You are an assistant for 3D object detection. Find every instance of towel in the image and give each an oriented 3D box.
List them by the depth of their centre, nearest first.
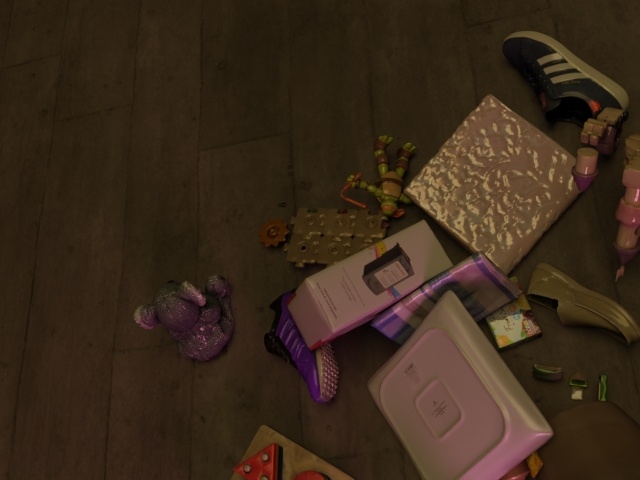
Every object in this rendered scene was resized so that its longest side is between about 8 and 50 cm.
[{"bbox_3d":[0.272,0.143,1.569,0.285,0.209,0.034,-35,47,16],"label":"towel"},{"bbox_3d":[0.409,-0.129,1.718,0.317,0.053,0.332,41,83,12],"label":"towel"}]

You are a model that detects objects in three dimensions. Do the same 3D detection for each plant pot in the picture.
[{"bbox_3d":[0.527,0.460,1.341,0.323,0.323,0.280,-26,46,5],"label":"plant pot"}]

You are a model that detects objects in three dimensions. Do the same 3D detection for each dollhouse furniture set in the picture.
[{"bbox_3d":[0.511,0.300,1.523,0.151,0.076,0.058,5,68,19],"label":"dollhouse furniture set"}]

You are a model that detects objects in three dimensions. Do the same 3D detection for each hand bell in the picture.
[{"bbox_3d":[0.405,0.509,1.468,0.126,0.126,0.242,-24,75,6],"label":"hand bell"}]

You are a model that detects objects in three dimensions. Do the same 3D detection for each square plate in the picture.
[{"bbox_3d":[0.250,0.338,1.489,0.344,0.049,0.347,57,131,30],"label":"square plate"}]

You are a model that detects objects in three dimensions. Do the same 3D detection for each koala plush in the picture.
[{"bbox_3d":[-0.322,0.171,1.763,0.196,0.221,0.203,-23,62,6],"label":"koala plush"}]

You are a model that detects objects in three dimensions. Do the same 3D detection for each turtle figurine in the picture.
[{"bbox_3d":[0.186,-0.140,1.813,0.269,0.087,0.217,11,63,-5],"label":"turtle figurine"}]

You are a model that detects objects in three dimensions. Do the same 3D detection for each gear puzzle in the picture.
[{"bbox_3d":[0.000,0.000,1.837,0.339,0.044,0.175,3,61,18],"label":"gear puzzle"}]

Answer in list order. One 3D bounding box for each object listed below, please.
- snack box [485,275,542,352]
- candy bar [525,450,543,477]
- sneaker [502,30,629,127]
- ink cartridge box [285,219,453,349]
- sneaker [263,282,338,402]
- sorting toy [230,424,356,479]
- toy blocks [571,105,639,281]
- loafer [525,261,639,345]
[{"bbox_3d":[0.416,0.163,1.635,0.100,0.037,0.141,-24,62,9],"label":"snack box"},{"bbox_3d":[0.395,0.377,1.411,0.018,0.040,0.161,14,31,-8],"label":"candy bar"},{"bbox_3d":[0.555,-0.372,1.774,0.148,0.131,0.350,-44,62,-9],"label":"sneaker"},{"bbox_3d":[0.100,0.100,1.595,0.306,0.226,0.131,-27,79,-21],"label":"ink cartridge box"},{"bbox_3d":[-0.054,0.252,1.719,0.146,0.102,0.293,-21,58,12],"label":"sneaker"},{"bbox_3d":[-0.096,0.566,1.592,0.257,0.089,0.255,24,76,26],"label":"sorting toy"},{"bbox_3d":[0.685,-0.093,1.576,0.309,0.260,0.288,22,43,33],"label":"toy blocks"},{"bbox_3d":[0.553,0.149,1.569,0.268,0.102,0.092,36,83,37],"label":"loafer"}]
